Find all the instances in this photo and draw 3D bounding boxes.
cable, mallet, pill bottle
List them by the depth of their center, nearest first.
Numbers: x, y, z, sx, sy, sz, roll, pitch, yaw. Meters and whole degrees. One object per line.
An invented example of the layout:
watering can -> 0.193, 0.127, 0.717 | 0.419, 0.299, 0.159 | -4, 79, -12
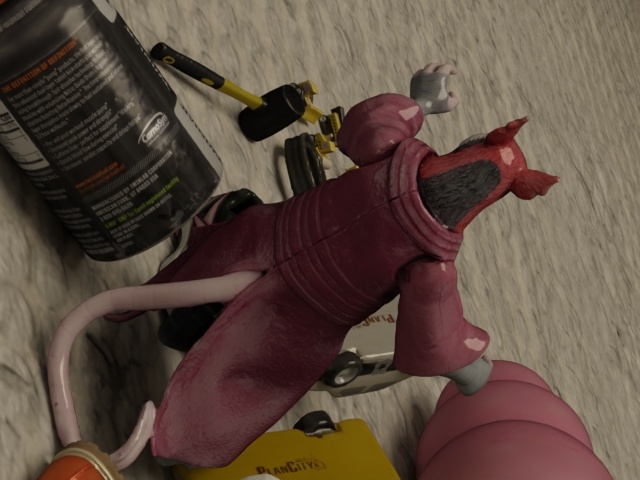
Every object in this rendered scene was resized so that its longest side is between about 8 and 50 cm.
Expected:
pill bottle -> -0.189, -0.113, 1.363 | 0.246, 0.130, 0.130 | 56, 24, -24
mallet -> -0.099, -0.143, 1.743 | 0.189, 0.062, 0.039 | 19, 48, -42
cable -> 0.017, 0.014, 1.780 | 0.139, 0.072, 0.287 | 50, 28, -37

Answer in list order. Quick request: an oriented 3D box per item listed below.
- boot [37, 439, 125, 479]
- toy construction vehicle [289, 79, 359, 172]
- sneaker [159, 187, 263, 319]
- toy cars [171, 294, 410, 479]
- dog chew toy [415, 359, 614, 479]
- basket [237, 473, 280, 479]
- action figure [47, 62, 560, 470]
boot -> -0.145, 0.220, 1.227 | 0.158, 0.059, 0.084 | 54, 26, -6
toy construction vehicle -> 0.010, -0.121, 1.957 | 0.086, 0.035, 0.098 | 26, 44, -58
sneaker -> -0.085, 0.015, 1.539 | 0.072, 0.077, 0.178 | 46, 29, -37
toy cars -> -0.004, 0.150, 1.522 | 0.176, 0.087, 0.394 | 30, 37, 0
dog chew toy -> 0.182, 0.234, 1.786 | 0.206, 0.206, 0.332 | 56, 14, -23
basket -> -0.070, 0.370, 0.951 | 0.331, 0.266, 0.328 | 55, 24, -23
action figure -> 0.000, 0.000, 1.309 | 0.275, 0.370, 0.248 | 5, 58, -49
